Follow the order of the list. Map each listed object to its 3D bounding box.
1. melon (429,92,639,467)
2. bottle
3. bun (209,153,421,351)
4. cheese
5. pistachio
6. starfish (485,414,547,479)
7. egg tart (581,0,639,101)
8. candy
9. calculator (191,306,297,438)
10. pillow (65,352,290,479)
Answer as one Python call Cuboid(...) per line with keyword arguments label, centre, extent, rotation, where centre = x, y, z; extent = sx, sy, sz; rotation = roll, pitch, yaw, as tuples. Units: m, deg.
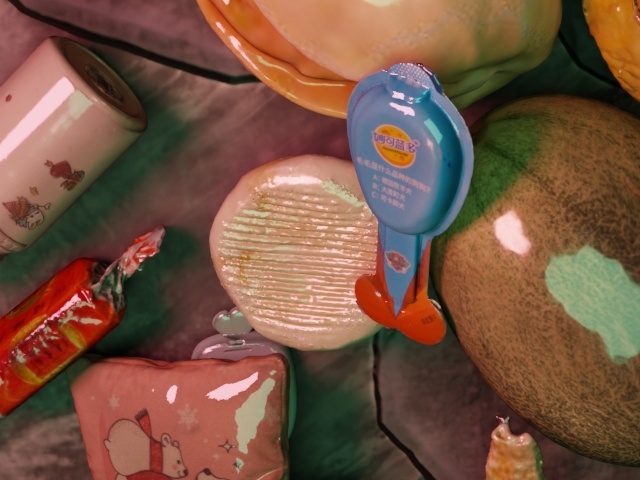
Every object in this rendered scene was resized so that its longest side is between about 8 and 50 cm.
Cuboid(label="melon", centre=(0.224, 0.032, 1.038), extent=(0.248, 0.248, 0.329), rotation=(-42, 98, 13))
Cuboid(label="bottle", centre=(-0.258, -0.054, 1.080), extent=(0.110, 0.110, 0.233), rotation=(43, 104, -13))
Cuboid(label="bun", centre=(0.000, 0.000, 1.099), extent=(0.183, 0.102, 0.183), rotation=(6, 116, 12))
Cuboid(label="cheese", centre=(0.062, -0.023, 0.961), extent=(0.106, 0.037, 0.256), rotation=(26, 137, 27))
Cuboid(label="pistachio", centre=(0.037, -0.209, 0.982), extent=(0.309, 0.230, 0.230), rotation=(31, 106, -2))
Cuboid(label="starfish", centre=(0.183, 0.270, 1.130), extent=(0.432, 0.082, 0.324), rotation=(24, 151, -10))
Cuboid(label="egg tart", centre=(0.289, -0.189, 0.988), extent=(0.118, 0.288, 0.288), rotation=(-11, 113, 43))
Cuboid(label="candy", centre=(-0.242, 0.084, 1.137), extent=(0.292, 0.086, 0.059), rotation=(-39, 114, 11))
Cuboid(label="calculator", centre=(-0.069, 0.131, 1.187), extent=(0.095, 0.021, 0.153), rotation=(-6, 112, 2))
Cuboid(label="pillow", centre=(-0.119, 0.204, 1.162), extent=(0.223, 0.084, 0.236), rotation=(3, 108, 24))
